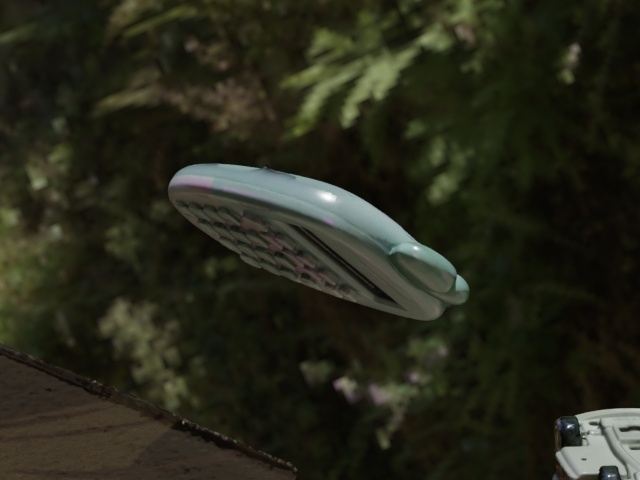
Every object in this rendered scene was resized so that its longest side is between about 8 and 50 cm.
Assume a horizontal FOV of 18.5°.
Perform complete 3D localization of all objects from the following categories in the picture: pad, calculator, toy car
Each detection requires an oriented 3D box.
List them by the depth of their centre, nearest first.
[{"bbox_3d":[-0.196,0.126,1.040,0.220,0.004,0.330,-37,-44,28],"label":"pad"},{"bbox_3d":[0.214,0.183,1.322,0.112,0.112,0.139,-1,20,-1],"label":"toy car"},{"bbox_3d":[0.000,0.000,1.523,0.299,0.041,0.185,12,-20,47],"label":"calculator"}]
